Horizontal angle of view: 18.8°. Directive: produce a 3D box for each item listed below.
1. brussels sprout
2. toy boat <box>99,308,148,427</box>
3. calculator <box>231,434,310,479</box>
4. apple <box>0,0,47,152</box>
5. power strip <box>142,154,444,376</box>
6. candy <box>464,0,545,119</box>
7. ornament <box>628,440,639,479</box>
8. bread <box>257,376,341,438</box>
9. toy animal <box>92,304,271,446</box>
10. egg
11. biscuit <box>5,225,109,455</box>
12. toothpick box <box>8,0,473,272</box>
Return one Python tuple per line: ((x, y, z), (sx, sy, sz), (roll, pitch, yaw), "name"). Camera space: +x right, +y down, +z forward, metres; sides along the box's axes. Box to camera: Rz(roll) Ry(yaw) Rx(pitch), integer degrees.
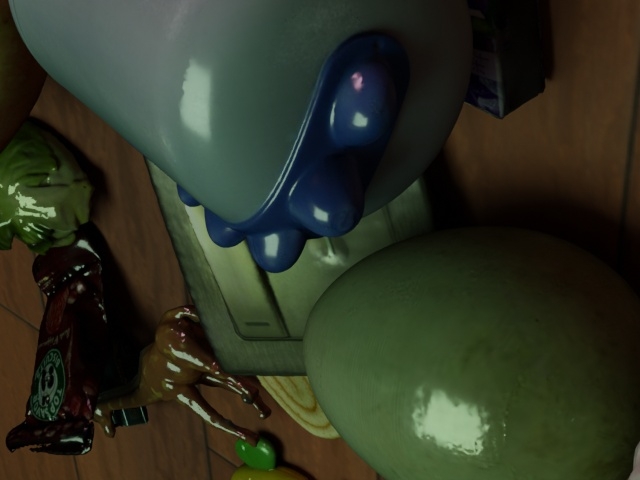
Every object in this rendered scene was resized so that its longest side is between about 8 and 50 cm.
((-0.303, -0.053, 1.956), (0.181, 0.100, 0.139), (21, 119, 55), "brussels sprout")
((-0.222, 0.132, 2.076), (0.055, 0.060, 0.141), (-11, 97, 59), "toy boat")
((-0.028, 0.301, 2.018), (0.146, 0.032, 0.235), (0, 124, 52), "calculator")
((-0.403, -0.191, 1.744), (0.277, 0.319, 0.319), (-113, -1, -66), "apple")
((-0.001, -0.001, 1.605), (0.251, 0.092, 0.257), (-3, 125, 22), "power strip")
((0.096, -0.227, 1.288), (0.088, 0.061, 0.312), (27, 141, 38), "candy")
((0.343, 0.185, 1.161), (0.337, 0.337, 0.337), (33, 144, 28), "ornament")
((-0.010, 0.112, 1.762), (0.149, 0.073, 0.122), (52, 151, 0), "bread")
((-0.151, 0.147, 1.955), (0.229, 0.066, 0.224), (22, 132, 24), "toy animal")
((0.114, 0.094, 1.439), (0.295, 0.218, 0.218), (15, 134, 37), "egg")
((-0.269, 0.113, 2.018), (0.063, 0.235, 0.151), (13, 162, -26), "biscuit")
((-0.049, -0.134, 1.309), (0.354, 0.263, 0.263), (40, 151, 51), "toothpick box")
